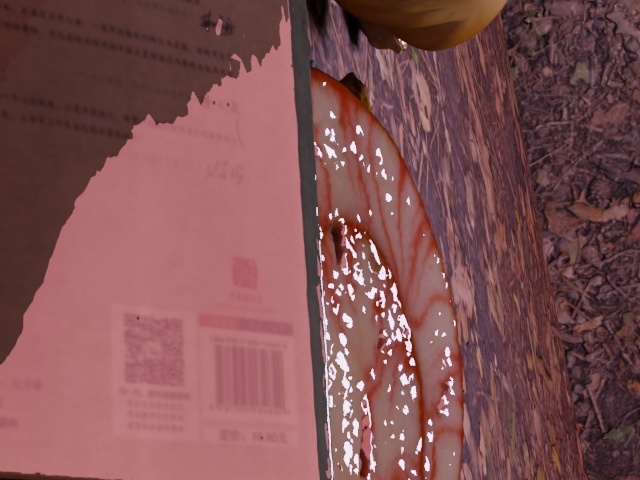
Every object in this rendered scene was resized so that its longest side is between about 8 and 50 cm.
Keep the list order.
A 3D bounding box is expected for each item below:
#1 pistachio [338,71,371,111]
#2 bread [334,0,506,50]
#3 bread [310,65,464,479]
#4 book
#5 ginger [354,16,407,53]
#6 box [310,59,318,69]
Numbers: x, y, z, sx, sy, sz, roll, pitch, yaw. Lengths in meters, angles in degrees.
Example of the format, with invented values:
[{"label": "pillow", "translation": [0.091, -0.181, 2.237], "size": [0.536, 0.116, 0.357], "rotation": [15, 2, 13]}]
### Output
[{"label": "pistachio", "translation": [0.027, -0.054, 1.353], "size": [0.089, 0.049, 0.173], "rotation": [81, -1, -85]}, {"label": "bread", "translation": [0.063, -0.329, 1.391], "size": [0.270, 0.211, 0.316], "rotation": [27, 60, -85]}, {"label": "bread", "translation": [-0.029, 0.060, 0.826], "size": [0.327, 0.114, 0.295], "rotation": [-4, 86, -66]}, {"label": "book", "translation": [-0.087, -0.040, 0.646], "size": [0.214, 0.025, 0.283], "rotation": [11, 67, -35]}, {"label": "ginger", "translation": [0.063, -0.251, 1.626], "size": [0.165, 0.067, 0.096], "rotation": [-101, 178, -70]}, {"label": "box", "translation": [0.000, -0.001, 1.224], "size": [0.162, 0.041, 0.229], "rotation": [-79, 157, -56]}]
